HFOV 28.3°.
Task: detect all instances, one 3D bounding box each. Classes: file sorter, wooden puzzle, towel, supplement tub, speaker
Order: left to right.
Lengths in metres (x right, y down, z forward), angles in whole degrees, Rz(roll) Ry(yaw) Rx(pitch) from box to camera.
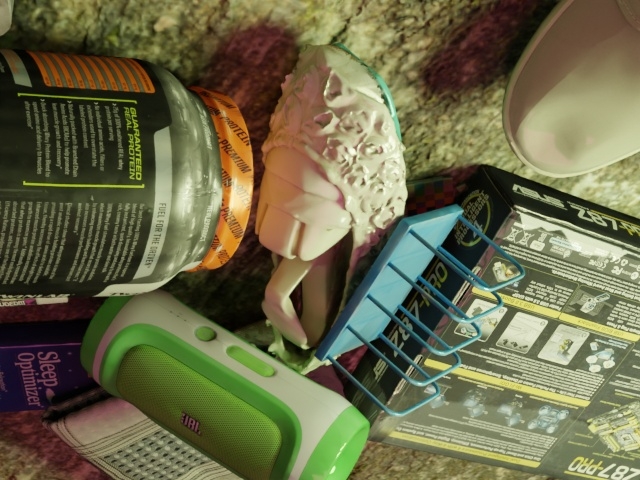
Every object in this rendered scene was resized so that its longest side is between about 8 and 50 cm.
[{"bbox_3d":[-0.240,-0.055,1.053,0.338,0.207,0.207,1,142,-31],"label":"supplement tub"},{"bbox_3d":[-0.119,0.225,1.533,0.324,0.056,0.312,-24,141,9],"label":"towel"},{"bbox_3d":[-0.101,0.160,1.320,0.296,0.131,0.131,29,143,16],"label":"speaker"},{"bbox_3d":[0.100,0.068,1.220,0.118,0.104,0.170,-16,142,-58],"label":"file sorter"},{"bbox_3d":[0.112,-0.046,1.309,0.083,0.006,0.049,-9,141,2],"label":"wooden puzzle"}]

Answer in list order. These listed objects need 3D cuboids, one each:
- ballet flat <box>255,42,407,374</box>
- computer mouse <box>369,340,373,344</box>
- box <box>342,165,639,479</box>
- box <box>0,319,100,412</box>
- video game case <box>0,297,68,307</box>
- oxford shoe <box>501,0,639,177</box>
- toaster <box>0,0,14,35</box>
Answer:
[{"bbox_3d":[0.000,0.000,1.219,0.147,0.147,0.409,-6,142,-3],"label":"ballet flat"},{"bbox_3d":[0.136,0.152,1.505,0.188,0.072,0.272,-16,140,11],"label":"computer mouse"},{"bbox_3d":[0.270,0.116,1.403,0.395,0.097,0.318,15,117,-27],"label":"box"},{"bbox_3d":[-0.310,0.144,1.450,0.225,0.036,0.136,-4,141,-7],"label":"box"},{"bbox_3d":[-0.378,-0.005,1.250,0.232,0.042,0.210,-4,140,-4],"label":"video game case"},{"bbox_3d":[0.337,-0.191,1.044,0.449,0.130,0.169,-33,115,26],"label":"oxford shoe"},{"bbox_3d":[-0.309,-0.235,0.925,0.168,0.110,0.185,0,141,-8],"label":"toaster"}]
